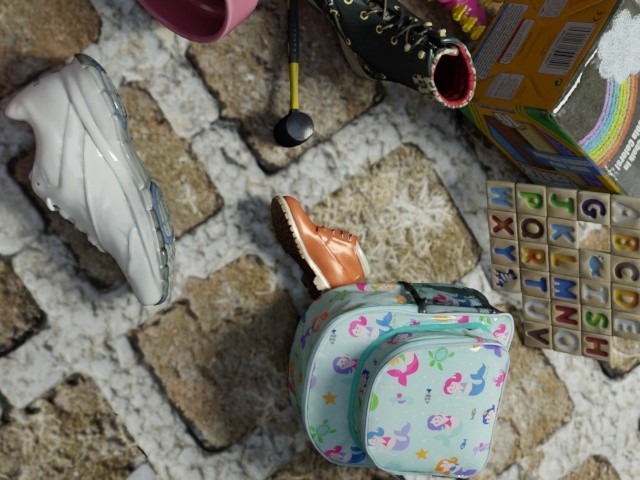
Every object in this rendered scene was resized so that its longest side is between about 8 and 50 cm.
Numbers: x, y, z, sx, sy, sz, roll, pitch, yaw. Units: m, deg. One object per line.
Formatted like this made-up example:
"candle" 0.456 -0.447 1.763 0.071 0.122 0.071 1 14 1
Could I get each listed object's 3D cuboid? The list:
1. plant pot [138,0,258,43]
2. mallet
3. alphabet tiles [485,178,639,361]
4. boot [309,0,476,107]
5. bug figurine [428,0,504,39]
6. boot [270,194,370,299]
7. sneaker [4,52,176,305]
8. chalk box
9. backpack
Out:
"plant pot" -0.116 -0.353 1.273 0.180 0.201 0.201 -44 104 -25
"mallet" -0.035 -0.205 1.379 0.039 0.062 0.189 1 78 -18
"alphabet tiles" 0.304 0.042 1.413 0.009 0.198 0.237 -42 132 -47
"boot" 0.076 -0.256 1.289 0.085 0.179 0.236 -45 134 -12
"bug figurine" 0.176 -0.375 1.400 0.216 0.072 0.279 48 69 -21
"boot" 0.000 0.000 1.387 0.085 0.059 0.158 -35 110 -15
"sneaker" -0.254 -0.058 1.297 0.129 0.111 0.297 -23 95 2
"chalk box" 0.332 -0.157 1.390 0.289 0.179 0.180 39 79 -38
"backpack" 0.093 0.167 1.353 0.254 0.191 0.225 7 106 -11
